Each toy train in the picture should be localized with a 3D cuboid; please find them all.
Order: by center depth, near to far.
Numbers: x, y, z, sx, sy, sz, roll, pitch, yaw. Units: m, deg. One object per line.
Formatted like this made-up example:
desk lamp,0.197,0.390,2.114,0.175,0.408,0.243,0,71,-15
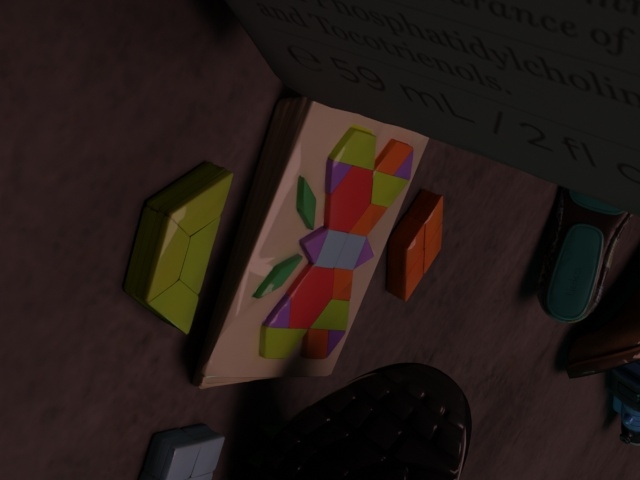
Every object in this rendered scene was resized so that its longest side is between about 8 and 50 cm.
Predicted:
toy train,0.378,0.165,1.318,0.105,0.080,0.184,-39,145,-21

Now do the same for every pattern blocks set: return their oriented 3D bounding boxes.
pattern blocks set,0.000,0.000,0.663,0.285,0.026,0.324,-15,125,-52

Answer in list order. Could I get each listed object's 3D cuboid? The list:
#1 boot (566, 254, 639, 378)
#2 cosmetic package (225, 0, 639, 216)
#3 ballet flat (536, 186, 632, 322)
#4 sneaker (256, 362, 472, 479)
boot,0.349,0.052,1.192,0.305,0.112,0.115,-23,89,-33
cosmetic package,0.111,-0.236,0.332,0.327,0.329,0.393,-55,142,-13
ballet flat,0.227,-0.024,0.972,0.070,0.070,0.188,5,109,-58
sneaker,0.018,0.166,0.736,0.124,0.107,0.283,-39,160,-55
